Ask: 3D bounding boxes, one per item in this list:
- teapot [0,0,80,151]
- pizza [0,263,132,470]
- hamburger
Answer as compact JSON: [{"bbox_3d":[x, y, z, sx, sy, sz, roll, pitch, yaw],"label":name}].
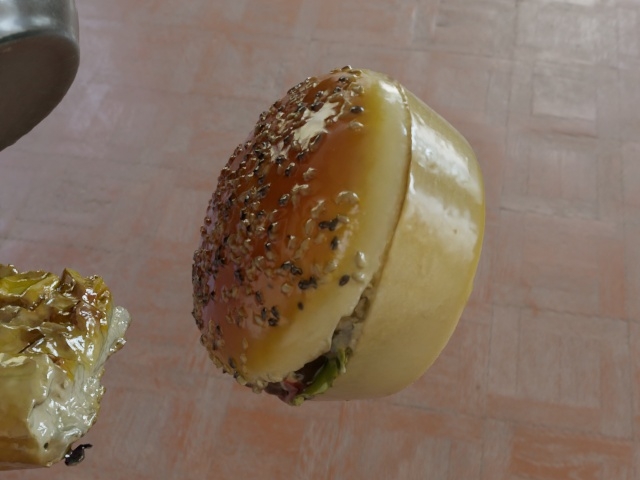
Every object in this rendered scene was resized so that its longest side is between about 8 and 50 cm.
[{"bbox_3d":[-0.395,-0.229,0.788,0.253,0.300,0.344,-36,84,-20],"label":"teapot"},{"bbox_3d":[-0.150,0.049,0.397,0.182,0.062,0.161,5,12,40],"label":"pizza"},{"bbox_3d":[0.000,0.000,0.751,0.176,0.300,0.300,17,44,-24],"label":"hamburger"}]
